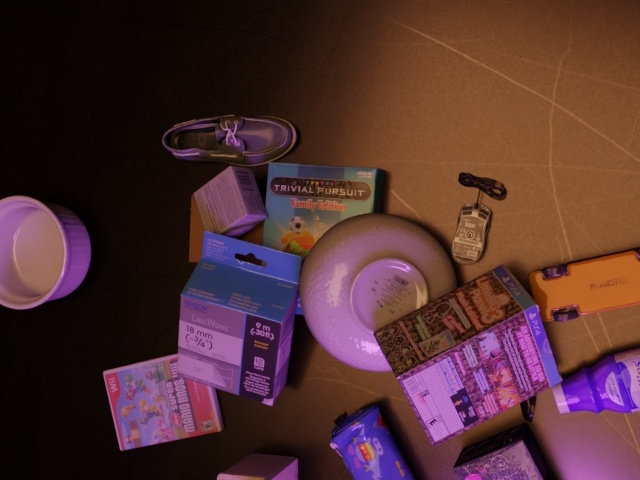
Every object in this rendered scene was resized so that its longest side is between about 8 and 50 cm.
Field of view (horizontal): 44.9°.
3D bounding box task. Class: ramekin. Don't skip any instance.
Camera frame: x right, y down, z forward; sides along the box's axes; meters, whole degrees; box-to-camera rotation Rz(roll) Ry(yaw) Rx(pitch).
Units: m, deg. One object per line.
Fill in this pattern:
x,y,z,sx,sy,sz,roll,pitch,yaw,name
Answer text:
-0.712,0.029,1.939,0.277,0.135,0.277,0,90,19,ramekin

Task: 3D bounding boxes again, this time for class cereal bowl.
0.127,0.111,1.597,0.339,0.141,0.339,0,93,-5,cereal bowl

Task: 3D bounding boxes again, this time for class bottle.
0.605,0.278,1.530,0.283,0.092,0.118,-17,86,18,bottle

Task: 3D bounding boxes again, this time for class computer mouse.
0.324,-0.042,1.648,0.106,0.042,0.193,15,90,13,computer mouse

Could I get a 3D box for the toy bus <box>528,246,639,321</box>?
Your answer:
0.585,0.075,1.514,0.333,0.130,0.108,-14,87,18,toy bus

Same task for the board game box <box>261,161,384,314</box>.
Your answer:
0.000,0.000,1.734,0.254,0.079,0.336,5,92,18,board game box

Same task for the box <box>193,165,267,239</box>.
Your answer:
-0.204,-0.080,1.754,0.137,0.072,0.126,-31,70,34,box

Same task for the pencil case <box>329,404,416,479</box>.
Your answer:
0.131,0.510,1.674,0.133,0.119,0.306,-27,81,-8,pencil case

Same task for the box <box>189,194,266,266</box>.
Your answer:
-0.216,-0.024,1.834,0.201,0.021,0.164,3,91,18,box

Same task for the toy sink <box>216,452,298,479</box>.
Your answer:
-0.149,0.578,1.708,0.131,0.234,0.152,0,92,18,toy sink

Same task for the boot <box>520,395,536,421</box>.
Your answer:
0.402,0.313,1.623,0.099,0.045,0.121,5,85,16,boot

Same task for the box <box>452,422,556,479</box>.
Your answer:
0.400,0.528,1.575,0.163,0.142,0.247,-28,82,16,box

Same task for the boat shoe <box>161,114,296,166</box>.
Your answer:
-0.216,-0.232,1.791,0.319,0.099,0.116,0,90,18,boat shoe

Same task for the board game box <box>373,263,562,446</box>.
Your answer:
0.288,0.226,1.513,0.291,0.141,0.232,-27,126,1,board game box

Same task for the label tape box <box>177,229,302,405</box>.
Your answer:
-0.184,0.173,1.706,0.241,0.106,0.333,14,117,13,label tape box

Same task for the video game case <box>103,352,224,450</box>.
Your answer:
-0.387,0.389,1.894,0.285,0.025,0.204,-15,86,18,video game case
